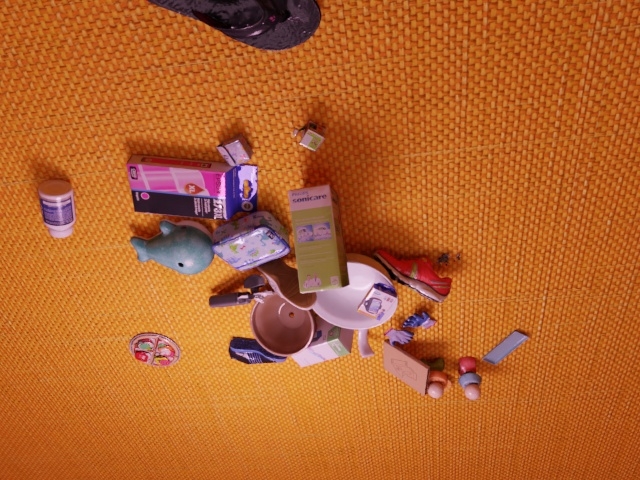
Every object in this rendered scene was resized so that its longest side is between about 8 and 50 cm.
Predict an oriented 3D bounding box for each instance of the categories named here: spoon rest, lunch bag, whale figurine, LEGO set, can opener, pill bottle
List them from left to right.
[{"bbox_3d":[-0.806,-0.094,1.541,0.094,0.094,0.169,11,127,-6],"label":"pill bottle"},{"bbox_3d":[-0.475,0.036,1.598,0.272,0.141,0.216,-3,128,5],"label":"whale figurine"},{"bbox_3d":[-0.244,-0.251,1.420,0.083,0.053,0.071,-14,125,24],"label":"lunch bag"},{"bbox_3d":[-0.273,0.182,1.712,0.281,0.093,0.074,-18,164,38],"label":"can opener"},{"bbox_3d":[-0.215,0.006,1.585,0.219,0.090,0.176,-20,141,18],"label":"lunch bag"},{"bbox_3d":[0.188,0.297,1.811,0.138,0.084,0.276,-5,126,-28],"label":"spoon rest"},{"bbox_3d":[0.420,0.059,1.657,0.083,0.023,0.054,-3,131,-12],"label":"LEGO set"}]

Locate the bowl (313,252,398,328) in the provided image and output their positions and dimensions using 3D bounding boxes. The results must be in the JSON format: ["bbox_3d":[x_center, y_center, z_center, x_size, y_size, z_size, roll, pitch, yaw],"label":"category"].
[{"bbox_3d":[0.109,0.144,1.651,0.298,0.134,0.297,6,127,8],"label":"bowl"}]

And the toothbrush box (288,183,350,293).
[{"bbox_3d":[0.000,0.000,1.426,0.122,0.206,0.282,-9,85,8],"label":"toothbrush box"}]

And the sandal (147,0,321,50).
[{"bbox_3d":[-0.221,-0.543,1.154,0.447,0.107,0.167,13,128,-8],"label":"sandal"}]

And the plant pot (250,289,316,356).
[{"bbox_3d":[-0.118,0.278,1.765,0.238,0.110,0.237,4,102,19],"label":"plant pot"}]

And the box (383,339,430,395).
[{"bbox_3d":[0.324,0.485,1.911,0.201,0.021,0.164,28,138,35],"label":"box"}]

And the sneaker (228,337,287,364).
[{"bbox_3d":[-0.243,0.442,1.952,0.233,0.081,0.090,13,131,1],"label":"sneaker"}]

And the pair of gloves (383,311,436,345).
[{"bbox_3d":[0.323,0.326,1.825,0.198,0.023,0.159,-42,138,22],"label":"pair of gloves"}]

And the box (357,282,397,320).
[{"bbox_3d":[0.179,0.189,1.567,0.081,0.028,0.136,24,130,-6],"label":"box"}]

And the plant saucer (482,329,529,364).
[{"bbox_3d":[0.705,0.409,1.918,0.067,0.018,0.192,24,124,-16],"label":"plant saucer"}]

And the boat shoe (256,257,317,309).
[{"bbox_3d":[-0.102,0.142,1.623,0.098,0.277,0.096,-37,141,-16],"label":"boat shoe"}]

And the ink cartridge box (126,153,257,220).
[{"bbox_3d":[-0.376,-0.153,1.499,0.372,0.069,0.175,4,128,-3],"label":"ink cartridge box"}]

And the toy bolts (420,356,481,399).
[{"bbox_3d":[0.516,0.573,1.964,0.229,0.158,0.218,-9,127,10],"label":"toy bolts"}]

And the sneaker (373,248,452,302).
[{"bbox_3d":[0.305,0.096,1.650,0.279,0.107,0.118,31,82,-3],"label":"sneaker"}]

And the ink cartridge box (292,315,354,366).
[{"bbox_3d":[0.006,0.349,1.802,0.213,0.154,0.093,-24,121,27],"label":"ink cartridge box"}]

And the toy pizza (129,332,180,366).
[{"bbox_3d":[-0.661,0.445,1.997,0.202,0.032,0.201,1,128,2],"label":"toy pizza"}]

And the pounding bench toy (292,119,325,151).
[{"bbox_3d":[-0.034,-0.294,1.368,0.083,0.065,0.052,26,126,-17],"label":"pounding bench toy"}]
